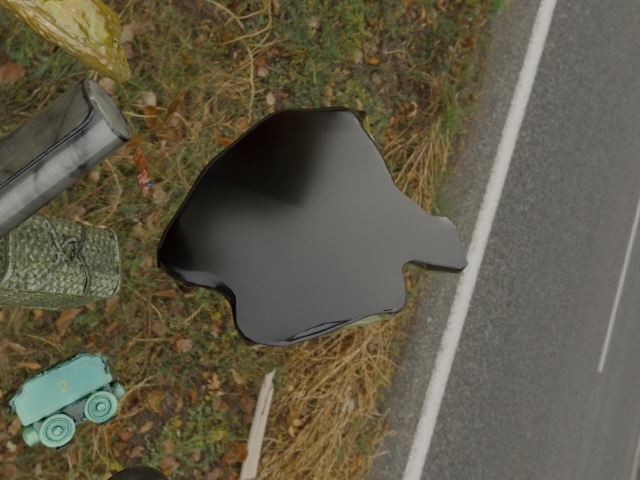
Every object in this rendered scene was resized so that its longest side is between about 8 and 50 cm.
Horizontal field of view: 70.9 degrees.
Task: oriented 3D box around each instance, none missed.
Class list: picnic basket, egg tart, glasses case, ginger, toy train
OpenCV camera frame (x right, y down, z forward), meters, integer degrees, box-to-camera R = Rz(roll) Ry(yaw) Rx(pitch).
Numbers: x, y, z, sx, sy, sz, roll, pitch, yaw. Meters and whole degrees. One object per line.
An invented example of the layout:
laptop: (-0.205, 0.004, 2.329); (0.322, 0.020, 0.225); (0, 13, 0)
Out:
picnic basket: (-0.440, 0.031, 0.709); (0.196, 0.154, 0.134); (26, 49, -63)
egg tart: (-0.508, -0.452, 0.895); (0.319, 0.319, 0.128); (30, 98, -43)
glasses case: (-0.324, -0.040, 0.436); (0.299, 0.114, 0.060); (-37, 134, 0)
ginger: (0.000, 0.000, 0.677); (0.413, 0.358, 0.211); (-39, 162, -19)
toy train: (-0.538, 0.337, 0.965); (0.203, 0.112, 0.162); (-26, 91, -33)

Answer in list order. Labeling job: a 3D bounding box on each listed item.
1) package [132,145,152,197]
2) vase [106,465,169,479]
package: (-0.417, -0.159, 1.058); (0.077, 0.033, 0.110); (-74, 167, -57)
vase: (-0.284, 0.413, 0.683); (0.120, 0.183, 0.120); (10, 56, -15)
